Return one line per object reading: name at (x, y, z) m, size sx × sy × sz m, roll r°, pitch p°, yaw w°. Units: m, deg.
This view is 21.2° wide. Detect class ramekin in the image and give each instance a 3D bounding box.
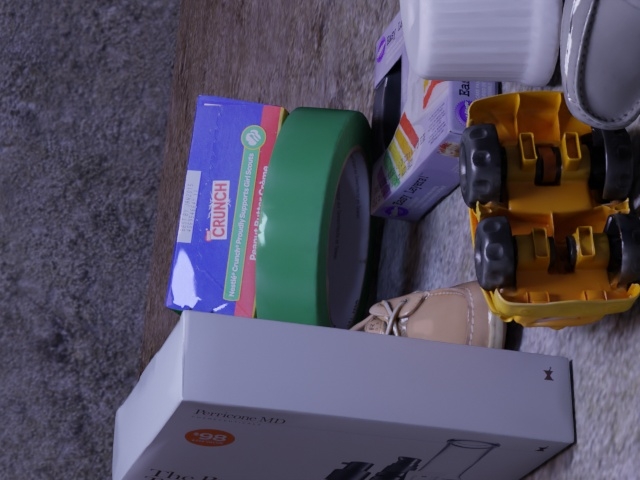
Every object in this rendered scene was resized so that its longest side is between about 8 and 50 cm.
ramekin at (0.153, -0.289, 1.723) m, size 0.277 × 0.135 × 0.277 m, roll 176°, pitch 90°, yaw -87°

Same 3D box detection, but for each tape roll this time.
tape roll at (0.000, 0.000, 2.073) m, size 0.321 × 0.077 × 0.321 m, roll 5°, pitch -90°, yaw -78°

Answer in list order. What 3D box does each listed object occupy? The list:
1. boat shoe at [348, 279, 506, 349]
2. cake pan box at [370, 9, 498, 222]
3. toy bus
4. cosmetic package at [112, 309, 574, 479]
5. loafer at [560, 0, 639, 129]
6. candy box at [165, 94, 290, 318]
boat shoe at (0.102, 0.117, 1.861) m, size 0.341 × 0.110 × 0.121 m, roll 138°, pitch 138°, yaw -65°
cake pan box at (0.130, -0.177, 2.005) m, size 0.267 × 0.070 × 0.245 m, roll 133°, pitch 145°, yaw -63°
toy bus at (0.198, 0.005, 1.574) m, size 0.211 × 0.150 × 0.220 m, roll 100°, pitch 167°, yaw -58°
cosmetic package at (0.013, 0.179, 1.656) m, size 0.284 × 0.377 × 0.097 m, roll 125°, pitch 149°, yaw -57°
loafer at (0.283, -0.241, 1.442) m, size 0.111 × 0.112 × 0.319 m, roll -103°, pitch 27°, yaw -71°
candy box at (-0.081, -0.009, 2.157) m, size 0.317 × 0.122 × 0.268 m, roll 42°, pitch -125°, yaw -72°
